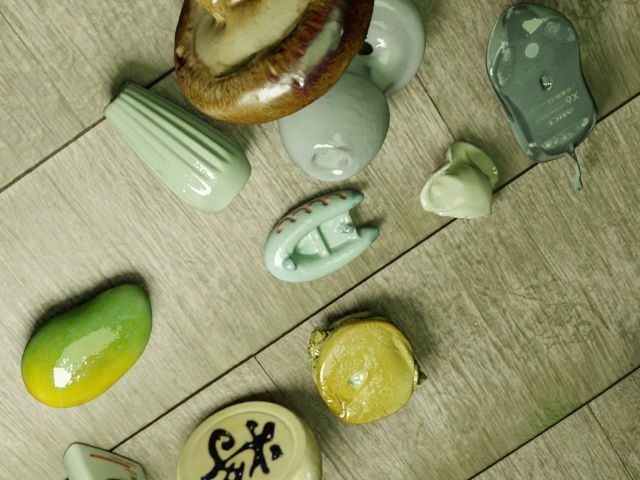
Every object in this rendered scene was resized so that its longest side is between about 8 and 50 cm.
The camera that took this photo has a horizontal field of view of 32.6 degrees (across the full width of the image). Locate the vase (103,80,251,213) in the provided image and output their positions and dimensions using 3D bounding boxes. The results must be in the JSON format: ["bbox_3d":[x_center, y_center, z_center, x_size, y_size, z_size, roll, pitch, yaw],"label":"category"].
[{"bbox_3d":[-0.232,-0.154,1.745,0.248,0.128,0.128,39,97,-14],"label":"vase"}]

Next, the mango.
[{"bbox_3d":[-0.386,0.177,1.837,0.251,0.114,0.156,-38,105,-11],"label":"mango"}]

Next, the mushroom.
[{"bbox_3d":[-0.069,-0.340,1.621,0.239,0.345,0.345,-21,122,-50],"label":"mushroom"}]

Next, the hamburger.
[{"bbox_3d":[0.071,0.219,1.963,0.189,0.122,0.215,-41,111,-4],"label":"hamburger"}]

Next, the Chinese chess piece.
[{"bbox_3d":[-0.123,0.402,1.907,0.257,0.257,0.104,-23,130,-5],"label":"Chinese chess piece"}]

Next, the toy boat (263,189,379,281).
[{"bbox_3d":[0.000,0.000,1.884,0.207,0.079,0.134,-25,117,-6],"label":"toy boat"}]

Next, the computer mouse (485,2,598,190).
[{"bbox_3d":[0.383,-0.243,1.886,0.167,0.090,0.379,-28,120,-2],"label":"computer mouse"}]

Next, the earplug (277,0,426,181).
[{"bbox_3d":[0.045,-0.253,1.744,0.214,0.175,0.325,19,93,-16],"label":"earplug"}]

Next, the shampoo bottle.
[{"bbox_3d":[-0.354,0.456,1.854,0.153,0.284,0.071,27,100,-24],"label":"shampoo bottle"}]

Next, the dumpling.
[{"bbox_3d":[0.243,-0.106,1.896,0.169,0.100,0.134,4,95,-18],"label":"dumpling"}]
